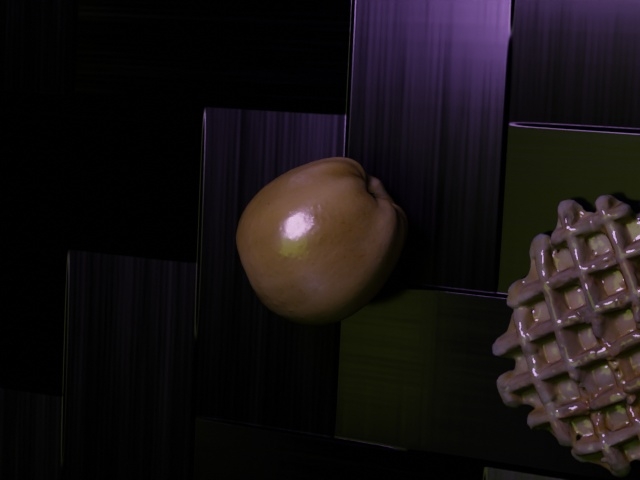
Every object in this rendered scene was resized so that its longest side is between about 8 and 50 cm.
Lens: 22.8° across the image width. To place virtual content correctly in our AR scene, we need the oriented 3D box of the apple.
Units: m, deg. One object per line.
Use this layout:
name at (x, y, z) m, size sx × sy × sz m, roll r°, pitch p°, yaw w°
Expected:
apple at (0.000, 0.000, 1.842) m, size 0.200 × 0.200 × 0.200 m, roll 3°, pitch 96°, yaw 26°

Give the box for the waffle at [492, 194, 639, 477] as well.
waffle at (0.338, 0.107, 1.752) m, size 0.292 × 0.056 × 0.309 m, roll 30°, pitch 108°, yaw 21°
